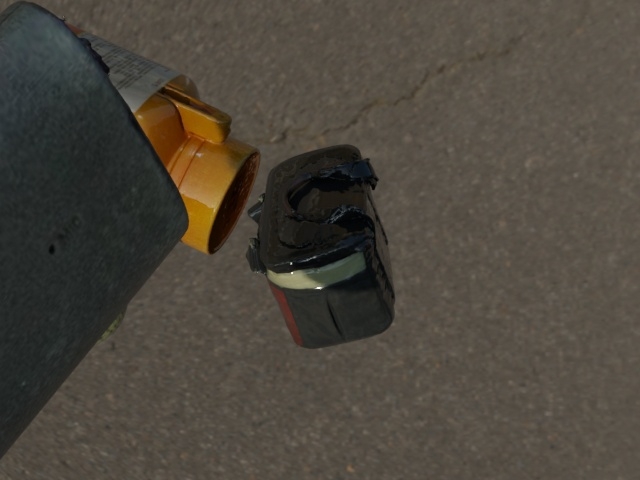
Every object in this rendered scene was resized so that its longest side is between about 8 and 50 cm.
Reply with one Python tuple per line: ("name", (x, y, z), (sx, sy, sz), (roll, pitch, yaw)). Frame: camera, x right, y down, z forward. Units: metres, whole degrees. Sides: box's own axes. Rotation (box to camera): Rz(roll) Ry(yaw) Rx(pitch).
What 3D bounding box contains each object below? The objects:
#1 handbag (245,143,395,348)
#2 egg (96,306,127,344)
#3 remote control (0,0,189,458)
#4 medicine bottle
("handbag", (0.000, 0.000, 1.375), (0.181, 0.254, 0.181), (-13, 126, 10))
("egg", (-0.193, 0.038, 0.802), (0.085, 0.110, 0.085), (-10, 110, -28))
("remote control", (-0.171, 0.100, 0.265), (0.377, 0.044, 0.107), (-54, 146, -23))
("medicine bottle", (-0.173, -0.078, 0.909), (0.222, 0.149, 0.112), (25, 35, 7))
